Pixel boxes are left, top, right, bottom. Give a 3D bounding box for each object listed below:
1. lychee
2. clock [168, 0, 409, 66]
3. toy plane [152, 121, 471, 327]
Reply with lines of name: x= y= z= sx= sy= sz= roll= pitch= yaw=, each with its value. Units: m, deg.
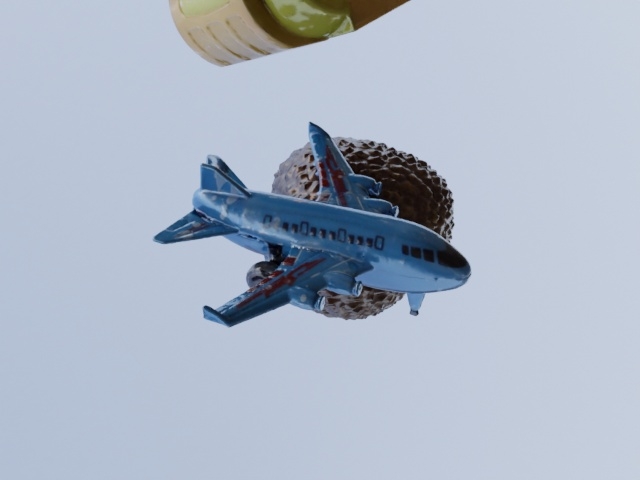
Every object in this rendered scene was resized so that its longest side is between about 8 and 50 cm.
lychee: x=0.033 y=-0.016 z=1.420 sx=0.194 sy=0.194 sz=0.194 roll=11 pitch=-108 yaw=-34
clock: x=-0.058 y=-0.327 z=1.269 sx=0.200 sy=0.244 sz=0.317 roll=-27 pitch=-78 yaw=-35
toy plane: x=0.000 y=0.000 z=1.266 sx=0.271 sy=0.105 sz=0.254 roll=21 pitch=-132 yaw=9
